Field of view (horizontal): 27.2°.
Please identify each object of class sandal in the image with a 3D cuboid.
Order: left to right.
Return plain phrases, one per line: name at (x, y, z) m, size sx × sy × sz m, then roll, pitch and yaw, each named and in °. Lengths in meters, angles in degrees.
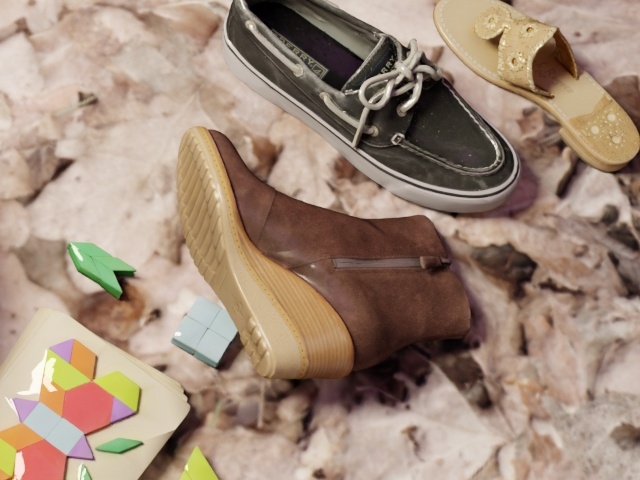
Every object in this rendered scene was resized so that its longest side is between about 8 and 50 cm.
sandal at (0.216, -0.170, 1.246) m, size 0.240 × 0.079 × 0.088 m, roll 44°, pitch 67°, yaw 7°

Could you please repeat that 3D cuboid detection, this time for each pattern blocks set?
pattern blocks set at (-0.210, 0.156, 1.057) m, size 0.285 × 0.026 × 0.325 m, roll 22°, pitch 66°, yaw -3°

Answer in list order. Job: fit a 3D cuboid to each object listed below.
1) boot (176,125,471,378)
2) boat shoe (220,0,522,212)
boot at (0.000, 0.000, 1.149) m, size 0.207 × 0.090 × 0.248 m, roll -12°, pitch 67°, yaw -31°
boat shoe at (0.053, -0.138, 1.184) m, size 0.306 × 0.105 × 0.113 m, roll 37°, pitch 66°, yaw 4°
